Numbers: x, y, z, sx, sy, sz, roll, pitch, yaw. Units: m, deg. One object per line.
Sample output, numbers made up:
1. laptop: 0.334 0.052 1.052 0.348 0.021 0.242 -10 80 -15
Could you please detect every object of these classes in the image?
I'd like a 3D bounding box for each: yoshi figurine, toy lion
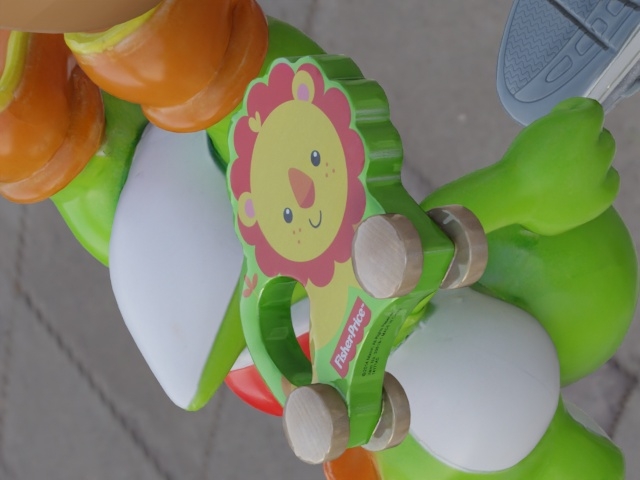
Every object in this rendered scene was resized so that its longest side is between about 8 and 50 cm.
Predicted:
1. yoshi figurine: 0.020 -0.014 0.796 0.362 0.203 0.203 44 -176 -32
2. toy lion: 0.000 0.000 0.533 0.096 0.034 0.100 48 131 36

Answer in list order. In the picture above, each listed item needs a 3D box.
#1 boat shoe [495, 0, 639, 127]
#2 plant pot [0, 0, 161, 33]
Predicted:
1. boat shoe: 0.226 -0.191 1.091 0.320 0.103 0.118 -57 39 4
2. plant pot: -0.069 -0.182 0.372 0.291 0.291 0.203 51 117 29
